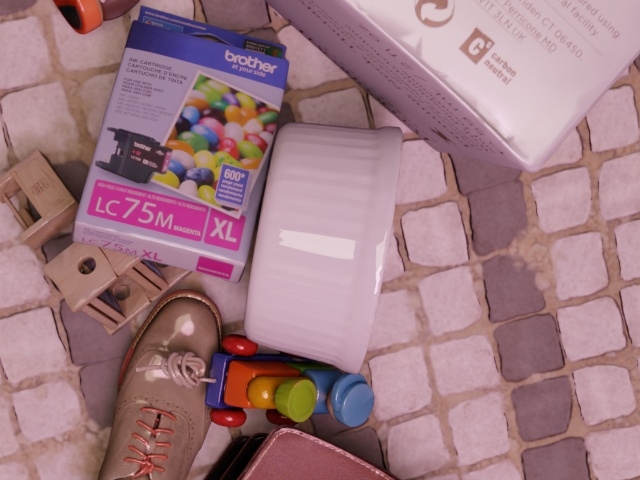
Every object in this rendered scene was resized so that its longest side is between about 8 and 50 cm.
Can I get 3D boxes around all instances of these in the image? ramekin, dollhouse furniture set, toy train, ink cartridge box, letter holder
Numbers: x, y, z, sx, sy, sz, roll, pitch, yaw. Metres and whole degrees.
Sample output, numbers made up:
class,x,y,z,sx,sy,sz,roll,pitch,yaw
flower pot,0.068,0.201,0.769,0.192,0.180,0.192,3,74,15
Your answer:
class,x,y,z,sx,sy,sz,roll,pitch,yaw
ramekin,0.000,0.000,1.424,0.135,0.277,0.277,11,96,-1
dollhouse furniture set,-0.259,-0.013,1.479,0.129,0.129,0.183,-38,70,-2
toy train,-0.067,0.167,1.444,0.248,0.143,0.105,7,93,-45
ink cartridge box,-0.144,-0.122,1.420,0.186,0.065,0.311,14,62,-7
letter holder,0.022,0.335,1.511,0.302,0.152,0.214,33,100,-10

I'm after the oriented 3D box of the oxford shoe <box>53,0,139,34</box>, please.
class,x,y,z,sx,sy,sz,roll,pitch,yaw
oxford shoe,-0.288,-0.370,1.438,0.098,0.097,0.271,-30,105,-23

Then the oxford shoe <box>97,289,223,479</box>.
class,x,y,z,sx,sy,sz,roll,pitch,yaw
oxford shoe,-0.186,0.231,1.493,0.123,0.130,0.348,14,97,-9

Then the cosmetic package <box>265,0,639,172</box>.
class,x,y,z,sx,sy,sz,roll,pitch,yaw
cosmetic package,0.155,-0.302,1.337,0.329,0.394,0.327,40,90,-10
